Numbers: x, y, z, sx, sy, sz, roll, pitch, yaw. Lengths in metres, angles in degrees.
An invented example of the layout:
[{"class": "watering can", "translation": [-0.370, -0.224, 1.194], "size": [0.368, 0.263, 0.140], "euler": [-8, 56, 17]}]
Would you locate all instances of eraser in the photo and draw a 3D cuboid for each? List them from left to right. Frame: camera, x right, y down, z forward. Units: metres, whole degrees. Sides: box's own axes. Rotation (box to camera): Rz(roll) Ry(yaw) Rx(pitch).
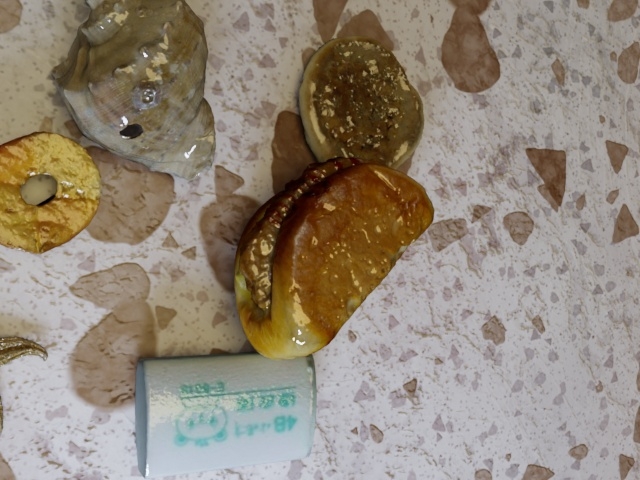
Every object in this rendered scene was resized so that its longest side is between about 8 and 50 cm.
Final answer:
[{"class": "eraser", "translation": [-0.155, 0.281, 1.159], "size": [0.290, 0.104, 0.189], "euler": [0, 93, -25]}]

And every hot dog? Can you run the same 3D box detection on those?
[{"class": "hot dog", "translation": [0.001, 0.000, 1.176], "size": [0.223, 0.185, 0.405], "euler": [49, 60, -7]}]

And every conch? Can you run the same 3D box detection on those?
[{"class": "conch", "translation": [-0.281, -0.226, 1.040], "size": [0.186, 0.263, 0.324], "euler": [-51, 125, -63]}]

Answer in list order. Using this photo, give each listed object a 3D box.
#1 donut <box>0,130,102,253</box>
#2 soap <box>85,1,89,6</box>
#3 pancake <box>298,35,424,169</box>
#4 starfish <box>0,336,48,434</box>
[{"class": "donut", "translation": [-0.429, -0.071, 1.047], "size": [0.174, 0.075, 0.190], "euler": [44, 68, -17]}, {"class": "soap", "translation": [-0.253, -0.525, 1.114], "size": [0.347, 0.115, 0.208], "euler": [-32, 103, -23]}, {"class": "pancake", "translation": [0.075, -0.246, 1.307], "size": [0.282, 0.049, 0.282], "euler": [2, 85, -25]}, {"class": "starfish", "translation": [-0.524, 0.193, 1.013], "size": [0.241, 0.043, 0.227], "euler": [-9, 95, -29]}]
